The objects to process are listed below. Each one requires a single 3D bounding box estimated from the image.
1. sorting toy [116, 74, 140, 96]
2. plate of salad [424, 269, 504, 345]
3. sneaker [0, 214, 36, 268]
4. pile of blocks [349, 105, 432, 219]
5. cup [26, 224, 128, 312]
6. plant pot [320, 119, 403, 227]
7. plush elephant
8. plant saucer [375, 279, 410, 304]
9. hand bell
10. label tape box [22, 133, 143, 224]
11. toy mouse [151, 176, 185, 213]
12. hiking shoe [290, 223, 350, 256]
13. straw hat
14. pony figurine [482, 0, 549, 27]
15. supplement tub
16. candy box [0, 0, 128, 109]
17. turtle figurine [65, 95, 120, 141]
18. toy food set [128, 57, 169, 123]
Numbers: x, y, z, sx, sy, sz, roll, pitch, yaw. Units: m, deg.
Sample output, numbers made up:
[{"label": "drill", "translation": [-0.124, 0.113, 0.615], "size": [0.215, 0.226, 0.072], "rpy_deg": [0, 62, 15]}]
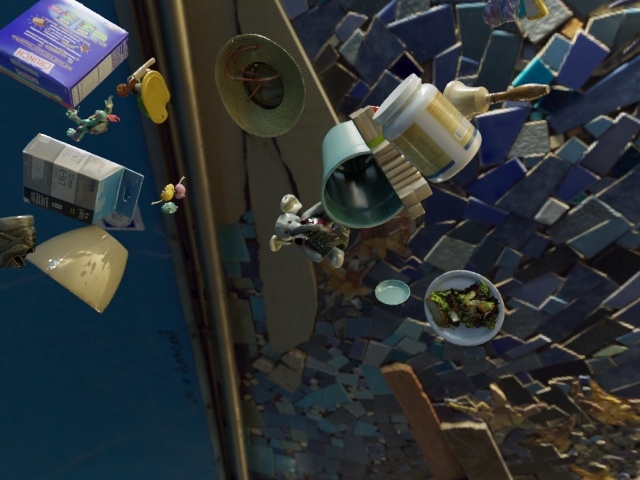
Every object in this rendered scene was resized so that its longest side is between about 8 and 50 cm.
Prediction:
[{"label": "sorting toy", "translation": [-0.739, -0.592, 1.608], "size": [0.102, 0.061, 0.042], "rpy_deg": [-42, 2, 3]}, {"label": "plate of salad", "translation": [0.362, 0.176, 1.075], "size": [0.048, 0.199, 0.200], "rpy_deg": [-12, -69, -61]}, {"label": "sneaker", "translation": [-0.797, 0.017, 1.002], "size": [0.087, 0.227, 0.130], "rpy_deg": [-143, 45, -80]}, {"label": "pile of blocks", "translation": [0.217, -0.242, 1.203], "size": [0.362, 0.112, 0.149], "rpy_deg": [60, -170, 4]}, {"label": "cup", "translation": [-0.875, 0.082, 1.578], "size": [0.237, 0.331, 0.331], "rpy_deg": [-54, -20, -25]}, {"label": "plant pot", "translation": [0.146, -0.283, 1.644], "size": [0.334, 0.340, 0.341], "rpy_deg": [-101, 10, -48]}, {"label": "plush elephant", "translation": [-0.074, -0.048, 1.783], "size": [0.255, 0.330, 0.272], "rpy_deg": [3, -81, -39]}, {"label": "plant saucer", "translation": [0.250, 0.185, 1.458], "size": [0.119, 0.119, 0.021], "rpy_deg": [-72, -21, -50]}, {"label": "hand bell", "translation": [0.439, -0.355, 1.039], "size": [0.126, 0.242, 0.126], "rpy_deg": [-5, -82, -38]}, {"label": "label tape box", "translation": [-0.837, -0.186, 1.482], "size": [0.249, 0.347, 0.115], "rpy_deg": [-51, 23, 42]}, {"label": "toy mouse", "translation": [-0.514, -0.144, 1.483], "size": [0.161, 0.031, 0.143], "rpy_deg": [-61, -11, -26]}, {"label": "hiking shoe", "translation": [0.000, 0.000, 1.541], "size": [0.086, 0.226, 0.114], "rpy_deg": [150, 122, -80]}, {"label": "straw hat", "translation": [-0.079, -0.232, 0.622], "size": [0.061, 0.144, 0.145], "rpy_deg": [-60, -22, -56]}, {"label": "pony figurine", "translation": [0.416, -0.663, 0.887], "size": [0.303, 0.350, 0.364], "rpy_deg": [-87, -23, -54]}, {"label": "supplement tub", "translation": [0.224, -0.236, 0.893], "size": [0.144, 0.199, 0.144], "rpy_deg": [-47, 12, 13]}, {"label": "candy box", "translation": [-0.837, -0.621, 1.369], "size": [0.317, 0.268, 0.122], "rpy_deg": [-65, 10, -31]}, {"label": "turtle figurine", "translation": [-0.872, -0.462, 1.602], "size": [0.175, 0.234, 0.118], "rpy_deg": [-30, -83, -50]}, {"label": "toy food set", "translation": [-0.573, -0.492, 1.385], "size": [0.218, 0.071, 0.128], "rpy_deg": [88, -162, -57]}]
